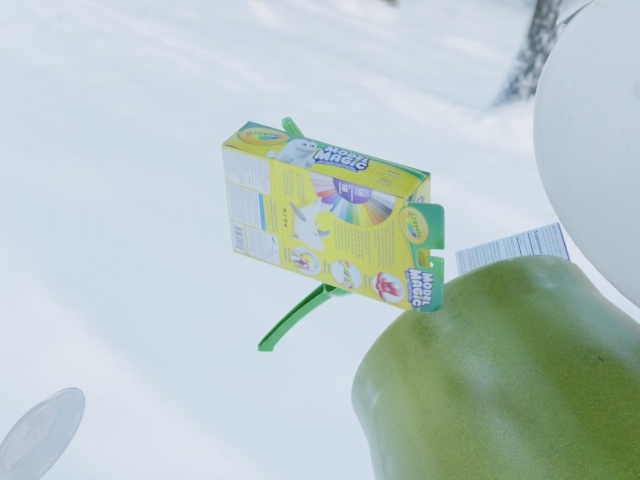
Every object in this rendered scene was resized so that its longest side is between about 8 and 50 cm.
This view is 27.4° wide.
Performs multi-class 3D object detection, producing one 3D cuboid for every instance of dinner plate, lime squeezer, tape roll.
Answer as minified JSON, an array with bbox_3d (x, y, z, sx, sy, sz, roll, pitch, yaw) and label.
[{"bbox_3d":[-0.298,0.205,1.354,0.017,0.141,0.141,47,3,-25],"label":"dinner plate"},{"bbox_3d":[0.000,0.000,1.430,0.109,0.310,0.059,13,37,8],"label":"lime squeezer"},{"bbox_3d":[0.328,-0.051,0.855,0.392,0.392,0.072,20,54,20],"label":"tape roll"}]

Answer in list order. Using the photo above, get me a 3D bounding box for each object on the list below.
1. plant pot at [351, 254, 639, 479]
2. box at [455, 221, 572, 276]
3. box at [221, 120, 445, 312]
[{"bbox_3d":[0.199,0.214,1.065,0.366,0.366,0.353,1,45,-37],"label":"plant pot"},{"bbox_3d":[0.243,0.057,1.598,0.137,0.072,0.126,-17,36,11],"label":"box"},{"bbox_3d":[0.015,-0.017,0.962,0.179,0.105,0.043,20,43,26],"label":"box"}]
